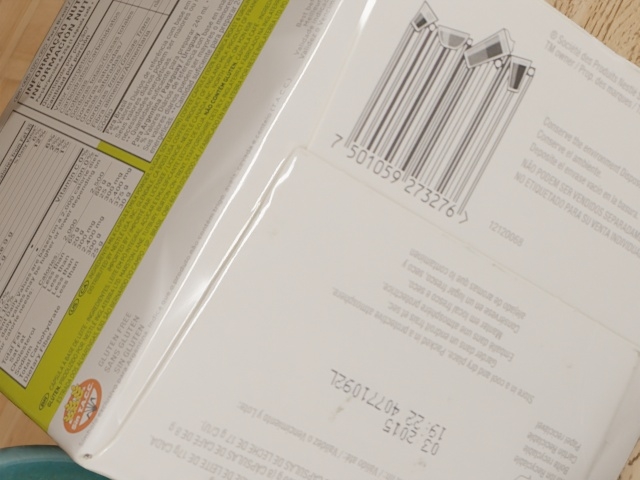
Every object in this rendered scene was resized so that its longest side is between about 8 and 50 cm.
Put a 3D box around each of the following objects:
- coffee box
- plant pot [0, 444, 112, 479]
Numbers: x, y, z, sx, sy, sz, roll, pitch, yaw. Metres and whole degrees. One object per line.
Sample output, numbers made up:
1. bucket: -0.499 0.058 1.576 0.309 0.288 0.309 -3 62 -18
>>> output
1. coffee box: 0.000 0.000 1.141 0.334 0.337 0.338 24 84 58
2. plant pot: -0.160 0.359 1.102 0.334 0.341 0.341 -57 32 16
